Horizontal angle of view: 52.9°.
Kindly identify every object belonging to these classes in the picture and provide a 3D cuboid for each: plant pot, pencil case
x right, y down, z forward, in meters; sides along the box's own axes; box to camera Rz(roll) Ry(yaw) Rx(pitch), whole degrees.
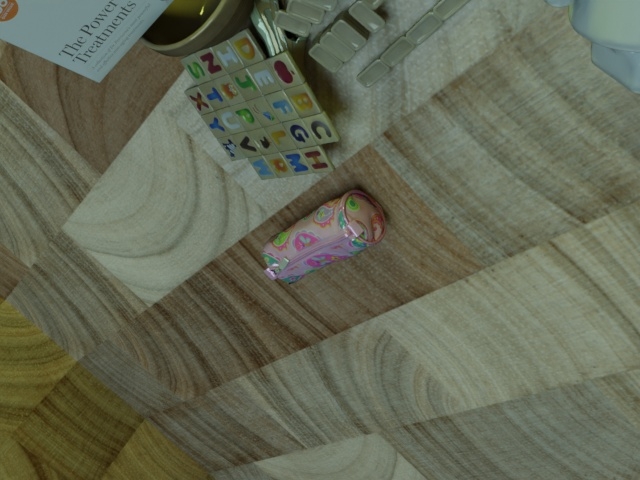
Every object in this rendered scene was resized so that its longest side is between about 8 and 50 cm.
[{"bbox_3d":[-0.184,-0.392,1.021,0.237,0.237,0.110,-2,167,33],"label":"plant pot"},{"bbox_3d":[0.000,0.000,1.301,0.284,0.124,0.124,-27,111,44],"label":"pencil case"}]

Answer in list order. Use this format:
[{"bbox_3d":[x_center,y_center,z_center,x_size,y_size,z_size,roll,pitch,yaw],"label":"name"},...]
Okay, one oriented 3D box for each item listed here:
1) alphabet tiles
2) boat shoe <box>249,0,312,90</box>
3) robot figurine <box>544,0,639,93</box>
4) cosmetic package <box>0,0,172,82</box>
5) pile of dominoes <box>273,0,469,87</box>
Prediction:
[{"bbox_3d":[-0.118,-0.232,1.176,0.342,0.011,0.285,0,130,50],"label":"alphabet tiles"},{"bbox_3d":[-0.052,-0.324,1.078,0.072,0.068,0.190,-17,121,23],"label":"boat shoe"},{"bbox_3d":[0.375,-0.342,0.684,0.300,0.200,0.353,-16,128,-6],"label":"robot figurine"},{"bbox_3d":[-0.315,-0.418,0.875,0.377,0.284,0.097,-39,60,21],"label":"cosmetic package"},{"bbox_3d":[0.072,-0.358,0.975,0.196,0.040,0.251,33,137,-23],"label":"pile of dominoes"}]
